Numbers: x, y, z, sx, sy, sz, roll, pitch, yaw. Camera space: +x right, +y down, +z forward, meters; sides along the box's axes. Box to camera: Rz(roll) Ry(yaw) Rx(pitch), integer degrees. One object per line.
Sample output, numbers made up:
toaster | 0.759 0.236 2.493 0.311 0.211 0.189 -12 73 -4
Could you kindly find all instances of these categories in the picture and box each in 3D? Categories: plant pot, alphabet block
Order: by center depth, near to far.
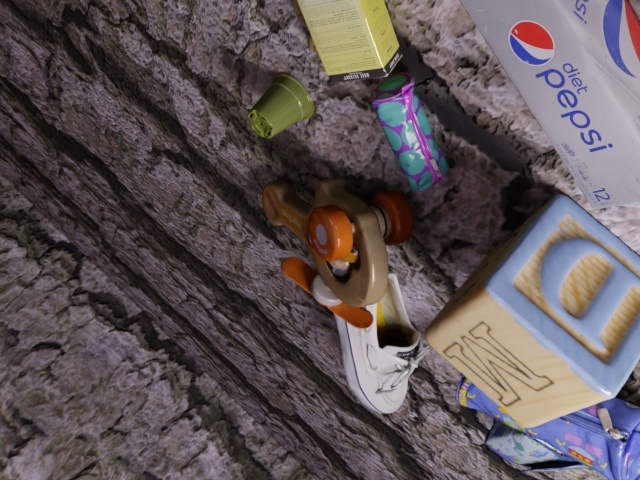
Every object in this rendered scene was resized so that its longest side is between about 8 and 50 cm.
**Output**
alphabet block | 0.283 0.095 0.946 0.193 0.192 0.197 43 152 6
plant pot | -0.066 -0.197 1.133 0.083 0.079 0.083 32 150 21

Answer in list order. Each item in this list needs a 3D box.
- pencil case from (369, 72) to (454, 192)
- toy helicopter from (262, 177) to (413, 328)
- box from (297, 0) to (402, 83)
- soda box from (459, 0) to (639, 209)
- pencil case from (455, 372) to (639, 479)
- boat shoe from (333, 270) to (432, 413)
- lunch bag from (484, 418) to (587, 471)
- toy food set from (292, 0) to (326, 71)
pencil case | 0.119 -0.140 0.976 0.070 0.064 0.151 31 154 58
toy helicopter | 0.000 0.000 1.240 0.355 0.140 0.234 37 134 50
box | 0.017 -0.302 0.881 0.087 0.058 0.232 -1 131 35
soda box | 0.254 -0.171 0.722 0.286 0.091 0.098 52 153 -14
pencil case | 0.356 0.256 1.139 0.306 0.119 0.133 21 169 37
boat shoe | 0.135 0.193 1.365 0.157 0.136 0.367 15 131 39
lunch bag | 0.381 0.347 1.273 0.151 0.096 0.129 33 151 -9
toy food set | 0.005 -0.284 0.984 0.078 0.019 0.122 13 131 45
